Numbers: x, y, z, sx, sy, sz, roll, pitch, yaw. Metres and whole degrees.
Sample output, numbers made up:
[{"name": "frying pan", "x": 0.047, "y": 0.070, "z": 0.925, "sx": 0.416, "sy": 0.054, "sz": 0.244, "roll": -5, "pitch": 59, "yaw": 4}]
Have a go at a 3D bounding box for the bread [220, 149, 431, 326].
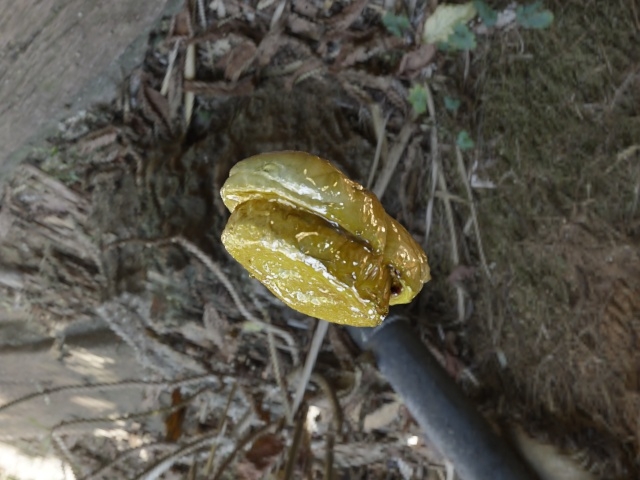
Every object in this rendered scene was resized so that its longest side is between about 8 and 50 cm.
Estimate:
[{"name": "bread", "x": -0.002, "y": 0.000, "z": 0.955, "sx": 0.198, "sy": 0.120, "sz": 0.236, "roll": 5, "pitch": 148, "yaw": 50}]
